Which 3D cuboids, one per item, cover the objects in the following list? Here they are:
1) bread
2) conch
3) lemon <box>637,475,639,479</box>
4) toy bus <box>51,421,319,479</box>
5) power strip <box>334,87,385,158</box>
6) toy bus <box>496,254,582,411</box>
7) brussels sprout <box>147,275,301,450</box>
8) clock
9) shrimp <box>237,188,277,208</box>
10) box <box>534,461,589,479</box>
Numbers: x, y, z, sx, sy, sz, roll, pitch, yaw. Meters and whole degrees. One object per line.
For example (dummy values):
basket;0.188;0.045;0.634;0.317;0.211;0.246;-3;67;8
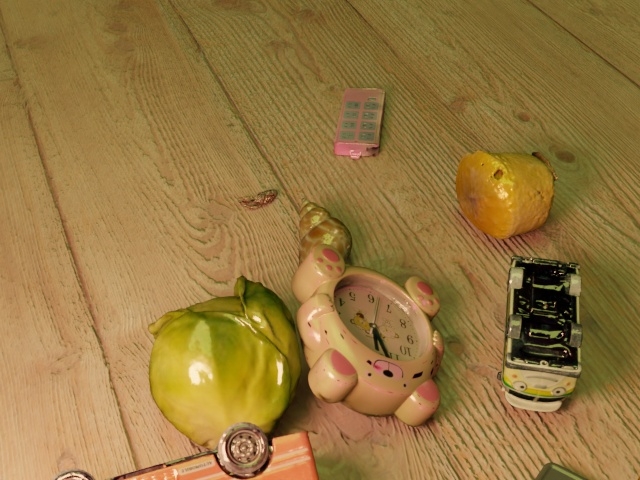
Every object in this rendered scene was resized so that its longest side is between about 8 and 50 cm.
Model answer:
bread;0.387;-0.102;2.022;0.170;0.197;0.197;-12;40;-21
conch;0.008;0.006;1.974;0.116;0.106;0.173;-4;51;27
lemon;0.545;0.429;1.328;0.253;0.253;0.310;12;58;16
toy bus;-0.207;0.417;1.384;0.427;0.203;0.233;-14;75;-13
power strip;0.100;-0.296;2.378;0.109;0.037;0.279;3;40;7
toy bus;0.391;0.170;1.708;0.133;0.165;0.276;7;41;9
brussels sprout;-0.162;0.209;1.632;0.259;0.227;0.294;-4;77;-10
clock;0.088;0.168;1.696;0.284;0.114;0.309;21;38;-22
shrimp;-0.138;-0.090;2.152;0.092;0.029;0.038;-15;49;-7
box;0.396;0.410;1.521;0.126;0.031;0.091;26;48;28
